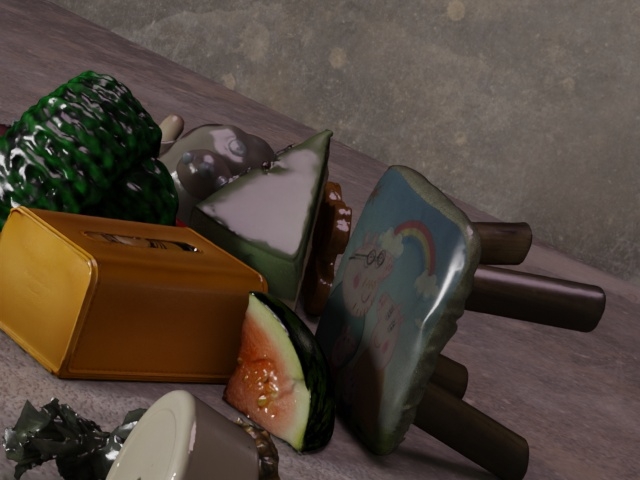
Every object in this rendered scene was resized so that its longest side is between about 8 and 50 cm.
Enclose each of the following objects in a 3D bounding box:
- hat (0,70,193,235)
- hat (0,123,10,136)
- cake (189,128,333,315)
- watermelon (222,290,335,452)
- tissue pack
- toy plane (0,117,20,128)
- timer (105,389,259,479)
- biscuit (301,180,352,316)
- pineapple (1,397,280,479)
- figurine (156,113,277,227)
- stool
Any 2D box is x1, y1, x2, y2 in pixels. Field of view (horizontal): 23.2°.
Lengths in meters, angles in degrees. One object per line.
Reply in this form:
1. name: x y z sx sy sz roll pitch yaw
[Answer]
1. hat: -0.286 -0.031 2.023 0.332 0.274 0.242 47 20 -10
2. hat: -0.482 -0.099 2.182 0.205 0.089 0.205 10 -23 4
3. cake: -0.032 -0.017 2.209 0.172 0.158 0.283 39 52 22
4. watermelon: -0.035 0.142 1.809 0.137 0.145 0.193 14 13 -8
5. tissue pack: -0.231 0.063 1.838 0.274 0.145 0.194 8 15 -47
6. toy plane: -0.558 -0.187 2.603 0.197 0.053 0.078 3 12 -44
7. timer: -0.043 0.258 1.319 0.266 0.175 0.175 28 9 -20
8. biscuit: 0.003 0.001 2.382 0.044 0.186 0.295 15 18 -12
9. pineapple: -0.165 0.204 1.427 0.251 0.125 0.125 13 14 -17
10. figurine: -0.200 -0.084 2.445 0.248 0.203 0.381 30 -10 -36
11. stool: 0.159 0.100 1.917 0.226 0.310 0.310 16 16 -23
